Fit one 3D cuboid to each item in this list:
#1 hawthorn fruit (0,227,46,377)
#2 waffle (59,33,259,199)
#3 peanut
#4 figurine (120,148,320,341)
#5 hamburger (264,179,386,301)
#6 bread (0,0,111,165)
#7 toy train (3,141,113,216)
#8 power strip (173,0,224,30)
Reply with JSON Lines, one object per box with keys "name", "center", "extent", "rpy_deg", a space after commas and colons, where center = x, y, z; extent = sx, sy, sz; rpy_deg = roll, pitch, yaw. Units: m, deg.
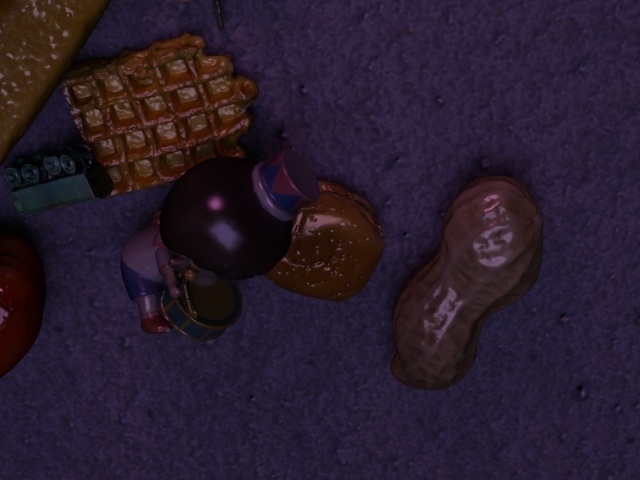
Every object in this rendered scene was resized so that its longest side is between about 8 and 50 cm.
{"name": "hawthorn fruit", "center": [-0.433, 0.098, 1.786], "extent": [0.207, 0.207, 0.243], "rpy_deg": [19, 127, -10]}
{"name": "waffle", "center": [-0.172, -0.149, 1.737], "extent": [0.211, 0.055, 0.160], "rpy_deg": [-16, 116, 7]}
{"name": "peanut", "center": [0.172, 0.057, 1.809], "extent": [0.136, 0.120, 0.298], "rpy_deg": [26, 115, -7]}
{"name": "figurine", "center": [-0.113, -0.002, 1.718], "extent": [0.158, 0.161, 0.275], "rpy_deg": [36, 137, -9]}
{"name": "hamburger", "center": [0.000, 0.000, 1.798], "extent": [0.147, 0.083, 0.138], "rpy_deg": [18, 114, -13]}
{"name": "bread", "center": [-0.373, -0.246, 1.672], "extent": [0.233, 0.245, 0.361], "rpy_deg": [39, 83, -14]}
{"name": "toy train", "center": [-0.302, -0.070, 1.749], "extent": [0.148, 0.038, 0.071], "rpy_deg": [-11, 115, 39]}
{"name": "power strip", "center": [-0.135, -0.353, 1.650], "extent": [0.092, 0.034, 0.268], "rpy_deg": [-10, 115, 4]}
